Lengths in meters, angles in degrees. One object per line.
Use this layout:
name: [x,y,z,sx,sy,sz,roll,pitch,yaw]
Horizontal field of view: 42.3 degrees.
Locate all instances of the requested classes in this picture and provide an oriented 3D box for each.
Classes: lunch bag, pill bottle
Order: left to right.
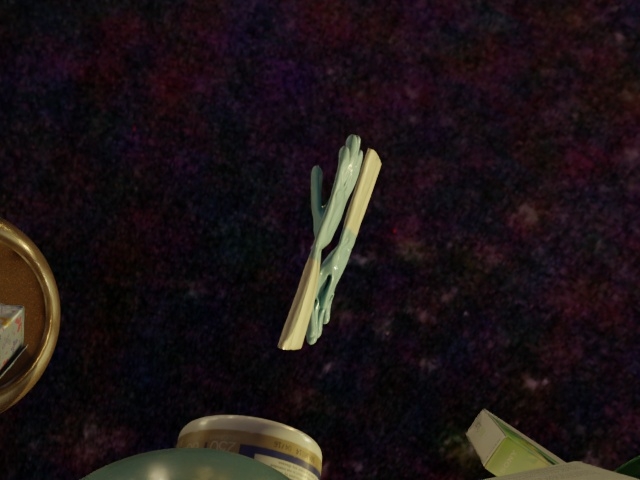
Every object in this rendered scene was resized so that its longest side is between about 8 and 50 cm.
lunch bag: [-0.361,0.120,0.918,0.053,0.083,0.071,12,23,2]
pill bottle: [-0.087,0.317,0.798,0.153,0.153,0.264,14,57,-9]

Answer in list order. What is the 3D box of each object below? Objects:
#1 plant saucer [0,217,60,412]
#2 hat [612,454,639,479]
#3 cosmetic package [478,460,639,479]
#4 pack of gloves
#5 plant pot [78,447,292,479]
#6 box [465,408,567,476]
plant saucer: [-0.496,0.104,1.153,0.310,0.050,0.310,6,82,-46]
hat: [0.298,0.267,0.609,0.208,0.173,0.183,33,16,-17]
cosmetic package: [0.148,0.291,0.305,0.097,0.284,0.377,-11,82,-2]
pack of gloves: [0.000,0.000,0.892,0.046,0.232,0.195,18,-3,11]
plant pot: [-0.089,0.310,0.557,0.290,0.290,0.195,9,1,-15]
box: [0.358,0.356,1.134,0.322,0.058,0.232,32,0,5]
